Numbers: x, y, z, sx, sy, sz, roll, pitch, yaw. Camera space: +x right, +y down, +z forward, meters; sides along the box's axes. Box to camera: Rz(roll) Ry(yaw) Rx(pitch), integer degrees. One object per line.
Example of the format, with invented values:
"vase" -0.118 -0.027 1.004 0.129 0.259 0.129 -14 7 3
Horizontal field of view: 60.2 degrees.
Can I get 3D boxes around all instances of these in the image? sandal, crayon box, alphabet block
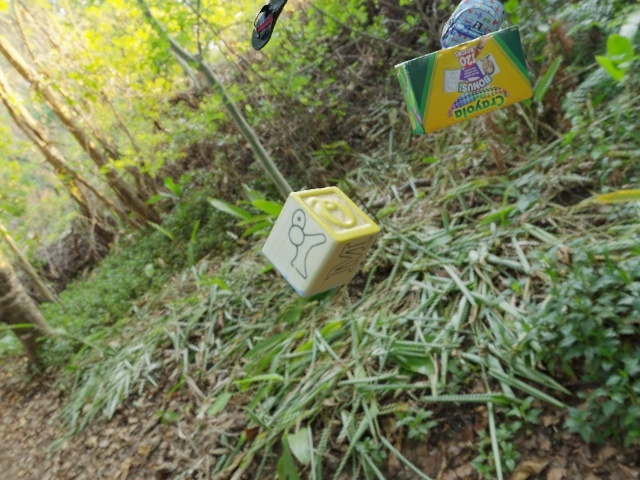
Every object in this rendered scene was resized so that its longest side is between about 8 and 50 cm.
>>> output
"sandal" -0.144 -0.590 1.456 0.040 0.067 0.179 -5 -44 -52
"crayon box" 0.327 -0.363 1.260 0.279 0.165 0.081 -21 14 -7
"alphabet block" 0.000 0.000 1.422 0.193 0.192 0.197 -16 -36 -49

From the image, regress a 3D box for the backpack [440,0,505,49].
"backpack" 0.468 -0.647 1.675 0.173 0.158 0.116 -55 12 53
